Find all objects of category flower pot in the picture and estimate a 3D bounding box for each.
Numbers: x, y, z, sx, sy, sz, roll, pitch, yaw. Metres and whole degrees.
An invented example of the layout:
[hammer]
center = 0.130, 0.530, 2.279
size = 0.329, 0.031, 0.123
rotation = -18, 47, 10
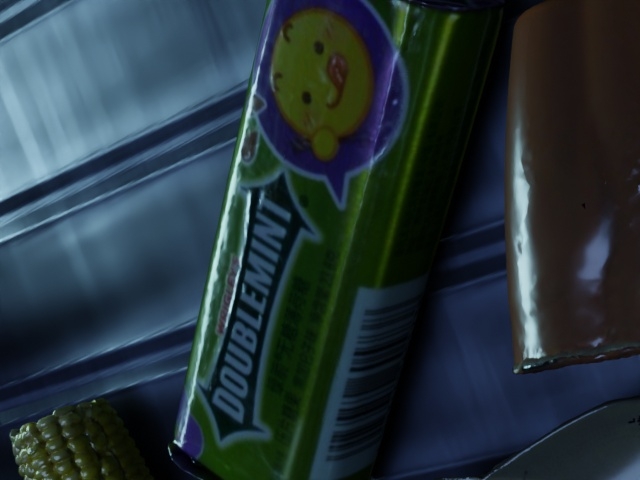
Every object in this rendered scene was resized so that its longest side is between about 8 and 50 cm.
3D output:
[flower pot]
center = 0.167, -0.032, 0.734
size = 0.190, 0.190, 0.173
rotation = -16, 80, 40

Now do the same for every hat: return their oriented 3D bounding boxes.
[hat]
center = 0.159, 0.168, 0.867
size = 0.175, 0.085, 0.147
rotation = -35, 68, 16

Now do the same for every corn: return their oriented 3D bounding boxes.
[corn]
center = -0.139, 0.232, 1.093
size = 0.093, 0.093, 0.244
rotation = -24, 86, 40

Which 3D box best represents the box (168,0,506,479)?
[box]
center = 0.000, 0.000, 0.912
size = 0.134, 0.097, 0.346
rotation = 31, 120, 30
